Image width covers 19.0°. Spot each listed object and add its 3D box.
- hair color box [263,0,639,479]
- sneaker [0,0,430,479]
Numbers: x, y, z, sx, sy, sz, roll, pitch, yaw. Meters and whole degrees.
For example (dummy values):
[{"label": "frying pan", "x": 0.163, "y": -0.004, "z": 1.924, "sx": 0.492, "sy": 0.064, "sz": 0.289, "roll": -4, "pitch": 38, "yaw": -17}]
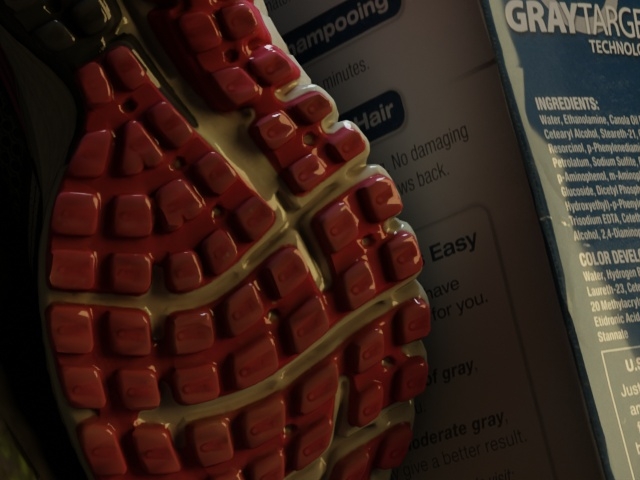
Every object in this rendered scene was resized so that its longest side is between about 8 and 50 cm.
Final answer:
[{"label": "hair color box", "x": 0.040, "y": -0.012, "z": 0.673, "sx": 0.105, "sy": 0.174, "sz": 0.347, "roll": -4, "pitch": 76, "yaw": -45}, {"label": "sneaker", "x": -0.049, "y": -0.037, "z": 0.617, "sx": 0.112, "sy": 0.120, "sz": 0.299, "roll": 180, "pitch": -104, "yaw": -77}]
